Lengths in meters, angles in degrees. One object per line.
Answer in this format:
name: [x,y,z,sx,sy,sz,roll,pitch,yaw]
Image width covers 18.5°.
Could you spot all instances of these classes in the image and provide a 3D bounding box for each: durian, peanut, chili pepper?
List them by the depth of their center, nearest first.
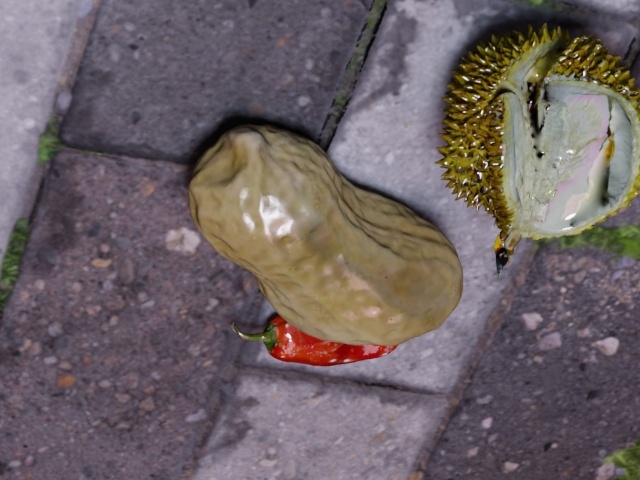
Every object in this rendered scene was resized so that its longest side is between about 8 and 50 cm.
durian: [0.194,-0.095,1.788,0.193,0.137,0.237,9,127,-22]
peanut: [-0.003,0.008,1.841,0.291,0.143,0.159,32,109,-30]
chili pepper: [0.000,0.101,1.988,0.191,0.050,0.059,3,115,-23]
